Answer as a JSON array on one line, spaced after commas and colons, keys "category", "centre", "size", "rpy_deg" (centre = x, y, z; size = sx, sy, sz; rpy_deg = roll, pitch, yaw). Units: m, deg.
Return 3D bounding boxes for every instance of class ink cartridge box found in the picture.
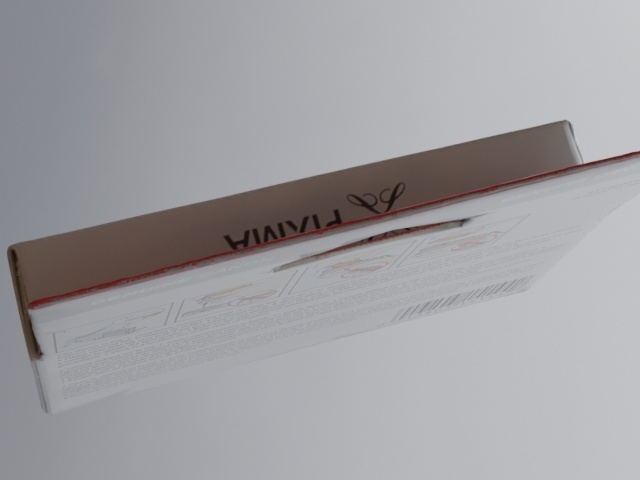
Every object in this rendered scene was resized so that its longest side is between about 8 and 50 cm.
[{"category": "ink cartridge box", "centre": [0.000, 0.000, 0.619], "size": [0.261, 0.296, 0.066], "rpy_deg": [119, -45, -70]}]
